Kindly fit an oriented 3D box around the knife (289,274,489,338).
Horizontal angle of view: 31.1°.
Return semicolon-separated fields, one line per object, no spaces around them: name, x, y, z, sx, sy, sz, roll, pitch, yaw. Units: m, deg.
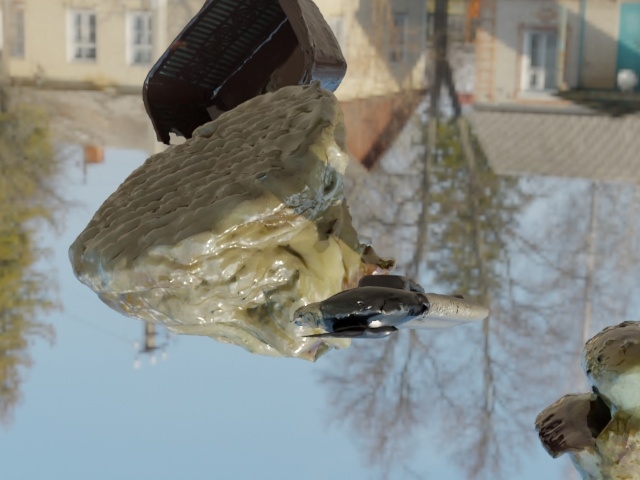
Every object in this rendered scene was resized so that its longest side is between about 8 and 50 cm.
knife;0.070;0.052;0.907;0.089;0.043;0.365;-1;176;19

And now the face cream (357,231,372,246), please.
face cream;0.000;0.000;1.442;0.130;0.034;0.034;5;-169;0

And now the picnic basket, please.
picnic basket;-0.091;-0.217;1.563;0.129;0.222;0.297;0;146;-50

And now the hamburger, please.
hamburger;0.363;0.208;1.087;0.318;0.195;0.277;32;-167;1

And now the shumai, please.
shumai;-0.071;0.026;1.171;0.314;0.262;0.267;-29;-154;-2
